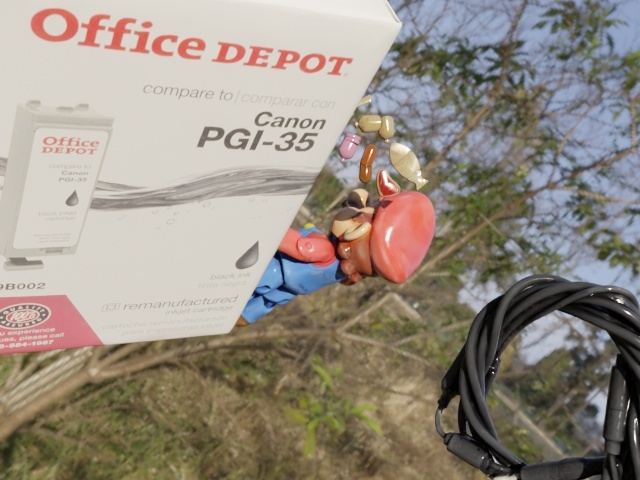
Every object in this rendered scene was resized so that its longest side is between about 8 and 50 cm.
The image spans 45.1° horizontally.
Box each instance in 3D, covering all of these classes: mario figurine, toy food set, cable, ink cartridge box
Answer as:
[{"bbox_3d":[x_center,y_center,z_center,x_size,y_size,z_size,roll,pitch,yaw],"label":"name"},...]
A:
[{"bbox_3d":[0.000,0.000,1.054,0.198,0.320,0.170,-43,112,-75],"label":"mario figurine"},{"bbox_3d":[0.062,-0.100,0.886,0.122,0.078,0.019,60,-4,-2],"label":"toy food set"},{"bbox_3d":[0.163,0.110,0.533,0.150,0.185,0.047,42,32,26],"label":"cable"},{"bbox_3d":[-0.115,-0.062,0.455,0.207,0.283,0.117,-1,50,-32],"label":"ink cartridge box"}]
